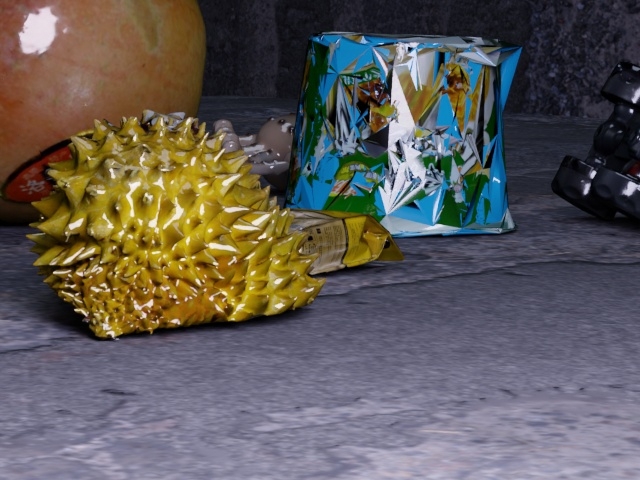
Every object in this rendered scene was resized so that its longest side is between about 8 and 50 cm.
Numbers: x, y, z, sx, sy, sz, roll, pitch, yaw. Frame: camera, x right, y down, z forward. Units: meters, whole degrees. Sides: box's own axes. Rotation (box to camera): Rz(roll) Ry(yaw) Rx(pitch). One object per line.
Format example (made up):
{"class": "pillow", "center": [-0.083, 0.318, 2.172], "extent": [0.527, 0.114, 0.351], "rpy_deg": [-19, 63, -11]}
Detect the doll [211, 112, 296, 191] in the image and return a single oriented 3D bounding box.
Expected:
{"class": "doll", "center": [0.022, -0.104, 2.110], "extent": [0.278, 0.119, 0.154], "rpy_deg": [-7, 23, -19]}

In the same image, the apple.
{"class": "apple", "center": [-0.259, -0.165, 1.724], "extent": [0.338, 0.338, 0.305], "rpy_deg": [7, -11, 40]}

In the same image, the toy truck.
{"class": "toy truck", "center": [0.339, -0.071, 1.867], "extent": [0.165, 0.147, 0.224], "rpy_deg": [29, 0, -12]}

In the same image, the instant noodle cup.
{"class": "instant noodle cup", "center": [0.075, -0.103, 1.817], "extent": [0.240, 0.178, 0.240], "rpy_deg": [2, 7, 0]}

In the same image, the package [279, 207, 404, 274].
{"class": "package", "center": [0.000, -0.001, 1.471], "extent": [0.071, 0.047, 0.131], "rpy_deg": [4, 8, 40]}

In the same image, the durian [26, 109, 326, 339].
{"class": "durian", "center": [-0.093, -0.015, 1.254], "extent": [0.183, 0.138, 0.250], "rpy_deg": [-7, 1, -3]}
